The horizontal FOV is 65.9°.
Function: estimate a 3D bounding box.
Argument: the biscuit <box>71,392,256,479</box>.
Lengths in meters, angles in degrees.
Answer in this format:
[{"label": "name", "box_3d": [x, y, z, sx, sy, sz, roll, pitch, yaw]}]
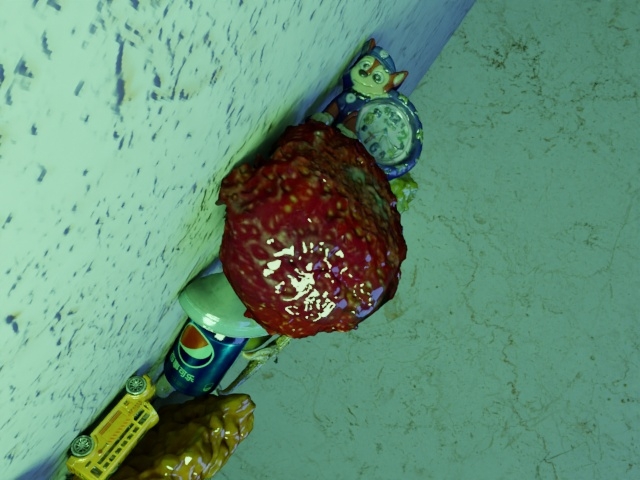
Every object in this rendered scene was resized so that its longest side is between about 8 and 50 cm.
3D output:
[{"label": "biscuit", "box_3d": [-0.292, 0.387, 0.868, 0.318, 0.110, 0.312, -20, -173, 26]}]

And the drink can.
[{"label": "drink can", "box_3d": [-0.206, 0.191, 0.918, 0.204, 0.118, 0.118, -56, 178, 27]}]

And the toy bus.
[{"label": "toy bus", "box_3d": [-0.304, 0.286, 0.752, 0.162, 0.074, 0.069, -52, 176, -39]}]

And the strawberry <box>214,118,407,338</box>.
[{"label": "strawberry", "box_3d": [0.000, 0.000, 0.614, 0.274, 0.221, 0.274, -59, 165, -27]}]

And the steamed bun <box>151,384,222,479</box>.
[{"label": "steamed bun", "box_3d": [-0.377, 0.518, 1.224, 0.309, 0.220, 0.324, -75, 169, -49]}]

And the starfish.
[{"label": "starfish", "box_3d": [-0.109, 0.231, 1.034, 0.247, 0.050, 0.138, -38, 161, -44]}]

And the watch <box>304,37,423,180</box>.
[{"label": "watch", "box_3d": [0.059, -0.167, 0.799, 0.196, 0.171, 0.200, -56, -167, -17]}]

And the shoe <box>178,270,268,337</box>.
[{"label": "shoe", "box_3d": [-0.086, 0.080, 0.753, 0.251, 0.103, 0.100, 8, 119, -42]}]

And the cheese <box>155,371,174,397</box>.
[{"label": "cheese", "box_3d": [-0.319, 0.294, 1.120, 0.065, 0.043, 0.194, -50, -179, 10]}]

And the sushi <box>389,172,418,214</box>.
[{"label": "sushi", "box_3d": [0.042, -0.042, 1.101, 0.351, 0.240, 0.396, -53, 175, -15]}]

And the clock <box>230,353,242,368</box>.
[{"label": "clock", "box_3d": [-0.231, 0.255, 1.645, 0.324, 0.109, 0.265, -56, 177, 33]}]

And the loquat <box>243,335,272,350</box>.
[{"label": "loquat", "box_3d": [-0.155, 0.160, 1.104, 0.195, 0.152, 0.152, -53, 178, -9]}]
